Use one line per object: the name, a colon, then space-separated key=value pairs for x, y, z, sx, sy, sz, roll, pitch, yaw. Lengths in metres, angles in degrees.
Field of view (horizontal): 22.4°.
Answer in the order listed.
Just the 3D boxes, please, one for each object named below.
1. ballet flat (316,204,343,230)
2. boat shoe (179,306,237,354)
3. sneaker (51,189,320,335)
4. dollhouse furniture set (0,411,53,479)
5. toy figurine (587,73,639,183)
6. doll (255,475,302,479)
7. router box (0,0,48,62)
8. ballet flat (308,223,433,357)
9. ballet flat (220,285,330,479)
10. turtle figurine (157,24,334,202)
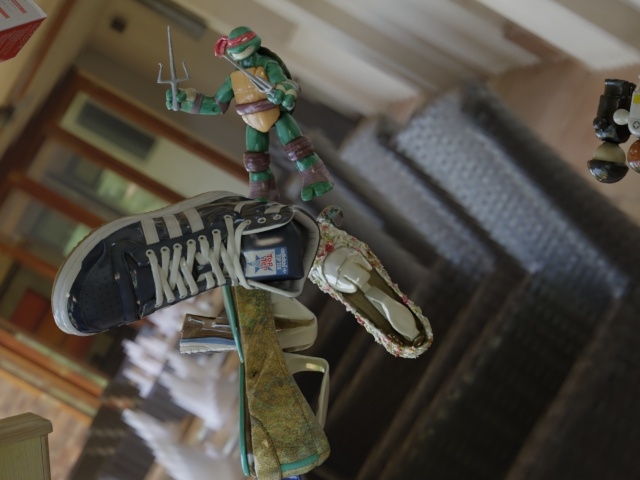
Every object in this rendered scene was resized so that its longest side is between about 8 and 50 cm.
ballet flat: x=0.000 y=0.000 z=2.236 sx=0.041 sy=0.041 sz=0.114 roll=-66 pitch=-3 yaw=-47
boat shoe: x=-0.116 y=0.120 z=2.244 sx=0.066 sy=0.183 sz=0.066 roll=8 pitch=-103 yaw=-68
sneaker: x=-0.119 y=0.025 z=1.583 sx=0.282 sy=0.153 sz=0.099 roll=-28 pitch=-59 yaw=-45
dollhouse furniture set: x=-0.345 y=0.228 z=1.475 sx=0.242 sy=0.212 sz=0.161 roll=11 pitch=108 yaw=49
toy figurine: x=0.492 y=-0.142 z=2.248 sx=0.209 sy=0.213 sz=0.148 roll=-168 pitch=88 yaw=-78
doll: x=-0.060 y=0.385 z=2.201 sx=0.046 sy=0.129 sz=0.189 roll=13 pitch=-108 yaw=-63
router box: x=-0.529 y=-0.341 z=1.962 sx=0.082 sy=0.335 sz=0.301 roll=-45 pitch=-1 yaw=21
ballet flat: x=0.065 y=0.063 z=2.122 sx=0.091 sy=0.241 sz=0.077 roll=-51 pitch=14 yaw=-8
ballet flat: x=-0.050 y=0.135 z=1.886 sx=0.123 sy=0.123 sz=0.349 roll=-58 pitch=28 yaw=34
turtle figurine: x=-0.073 y=-0.153 z=1.823 sx=0.175 sy=0.234 sz=0.118 roll=-7 pitch=20 yaw=45
